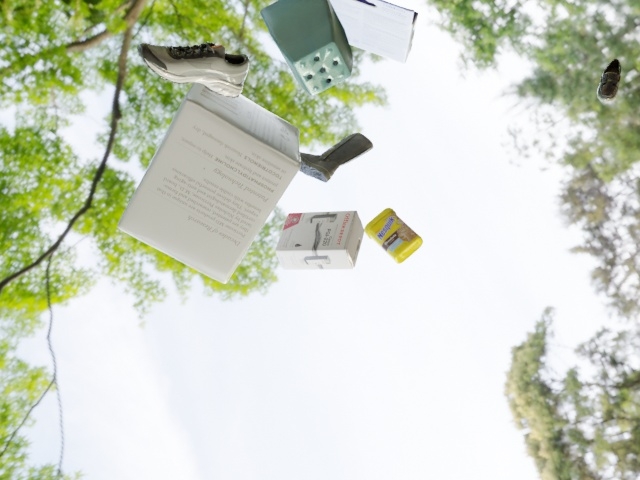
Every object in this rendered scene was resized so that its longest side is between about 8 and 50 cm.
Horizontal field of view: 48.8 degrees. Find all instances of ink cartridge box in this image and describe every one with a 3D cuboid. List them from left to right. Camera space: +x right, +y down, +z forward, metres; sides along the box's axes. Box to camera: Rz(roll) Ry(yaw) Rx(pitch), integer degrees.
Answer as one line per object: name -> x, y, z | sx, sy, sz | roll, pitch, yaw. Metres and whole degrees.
ink cartridge box -> 0.000, 0.000, 2.009 | 0.092, 0.218, 0.158 | 70, -152, -44
ink cartridge box -> 0.140, -0.704, 2.206 | 0.324, 0.330, 0.071 | 22, -103, 6

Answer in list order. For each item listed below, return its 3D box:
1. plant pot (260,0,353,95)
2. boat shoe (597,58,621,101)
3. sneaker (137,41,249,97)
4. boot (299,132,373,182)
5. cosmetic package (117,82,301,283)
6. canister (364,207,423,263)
plant pot -> -0.020, -0.463, 1.671 | 0.165, 0.166, 0.234 | 55, -166, -44
boat shoe -> 0.790, -0.440, 1.930 | 0.049, 0.056, 0.152 | 71, -146, -45
sneaker -> -0.285, -0.411, 1.603 | 0.271, 0.108, 0.100 | 5, -140, -38
boot -> 0.033, -0.279, 2.213 | 0.190, 0.076, 0.208 | 33, -115, 28
cosmetic package -> -0.288, -0.175, 1.896 | 0.327, 0.393, 0.329 | 29, -159, -15
canister -> 0.245, -0.015, 2.352 | 0.170, 0.126, 0.073 | 46, 174, 36
